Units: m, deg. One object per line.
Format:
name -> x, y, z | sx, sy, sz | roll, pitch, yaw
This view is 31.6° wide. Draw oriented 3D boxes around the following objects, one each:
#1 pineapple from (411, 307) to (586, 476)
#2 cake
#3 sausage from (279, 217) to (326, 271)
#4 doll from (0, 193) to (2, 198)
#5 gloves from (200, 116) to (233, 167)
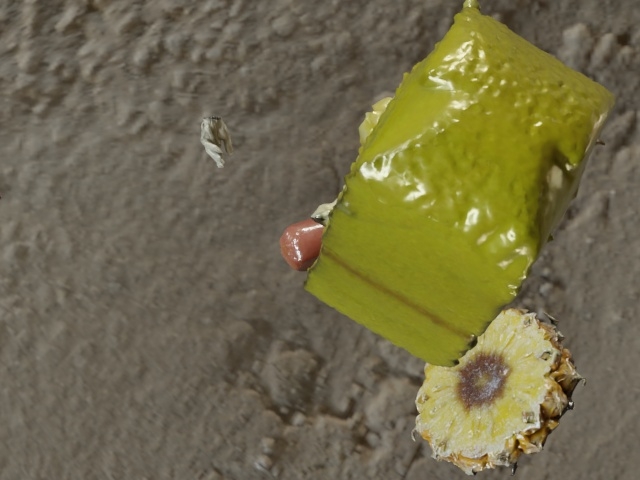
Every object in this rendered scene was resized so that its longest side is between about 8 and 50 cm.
pineapple -> 0.180, 0.155, 1.224 | 0.047, 0.221, 0.221 | 39, 79, -34
cake -> 0.092, -0.038, 0.761 | 0.156, 0.260, 0.179 | 28, 63, 1
sausage -> 0.000, 0.000, 1.311 | 0.094, 0.059, 0.054 | -15, 64, -13
doll -> -0.459, -0.061, 1.232 | 0.211, 0.093, 0.262 | 47, 54, -14
gloves -> -0.138, -0.137, 1.508 | 0.044, 0.037, 0.081 | -6, 84, -28
